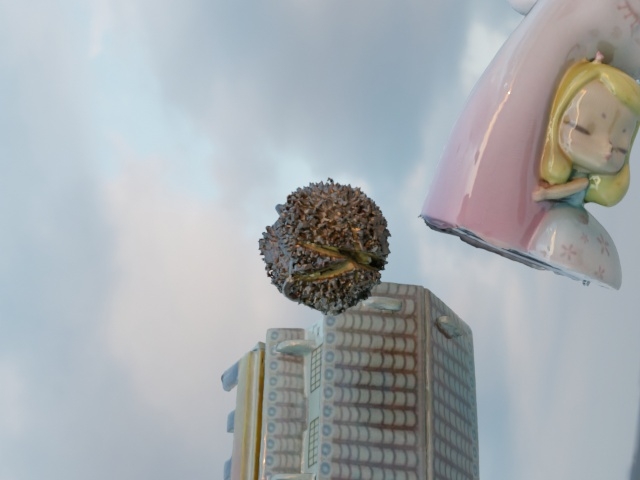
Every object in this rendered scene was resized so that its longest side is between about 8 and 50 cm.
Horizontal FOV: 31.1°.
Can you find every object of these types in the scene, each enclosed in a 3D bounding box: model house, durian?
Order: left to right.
[{"bbox_3d":[0.000,0.000,0.670,0.080,0.091,0.080,-25,-42,-24],"label":"durian"},{"bbox_3d":[0.032,0.181,1.029,0.215,0.198,0.224,-43,36,48],"label":"model house"}]

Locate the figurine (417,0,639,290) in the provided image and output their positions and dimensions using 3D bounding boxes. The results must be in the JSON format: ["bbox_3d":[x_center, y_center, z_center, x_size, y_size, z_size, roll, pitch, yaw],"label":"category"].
[{"bbox_3d":[0.242,-0.116,0.912,0.315,0.284,0.206,-68,17,3],"label":"figurine"}]
